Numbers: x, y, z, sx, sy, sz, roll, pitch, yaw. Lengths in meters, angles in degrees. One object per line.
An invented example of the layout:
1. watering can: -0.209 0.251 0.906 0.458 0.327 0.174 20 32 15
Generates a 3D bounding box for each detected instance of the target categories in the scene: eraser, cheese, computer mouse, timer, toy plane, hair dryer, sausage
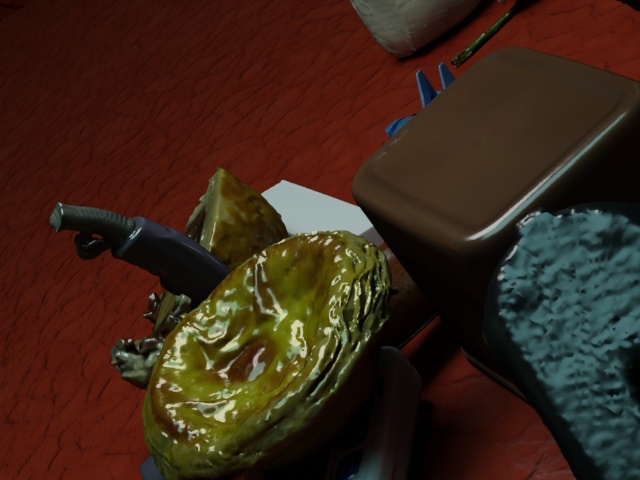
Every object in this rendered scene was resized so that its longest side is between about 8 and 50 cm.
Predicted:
1. eraser: 0.000 -0.001 2.166 0.076 0.078 0.298 -32 20 -16
2. cheese: 0.130 -0.363 2.517 0.189 0.198 0.154 -31 24 -5
3. computer mouse: 0.252 0.110 1.424 0.183 0.116 0.323 -32 62 3
4. timer: 0.009 0.221 1.760 0.178 0.078 0.253 -29 25 26
5. toy plane: 0.118 -0.110 2.213 0.169 0.078 0.246 -14 40 45
6. hair dryer: -0.149 0.082 1.909 0.301 0.361 0.121 -45 26 5
7. sausage: 0.136 0.000 1.908 0.330 0.102 0.102 -39 21 -19

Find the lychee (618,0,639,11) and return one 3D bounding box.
1. lychee: 0.398 -0.380 2.081 0.260 0.260 0.260 -32 24 16

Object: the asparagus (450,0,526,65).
1. asparagus: 0.231 -0.282 2.435 0.166 0.013 0.016 -42 -18 -9

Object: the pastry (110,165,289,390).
1. pastry: -0.104 0.058 2.106 0.237 0.170 0.256 -55 10 34

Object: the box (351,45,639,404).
1. box: 0.211 -0.012 1.688 0.239 0.229 0.339 -41 23 -6

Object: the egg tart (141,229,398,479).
1. egg tart: -0.038 0.122 1.753 0.295 0.116 0.295 -28 35 22

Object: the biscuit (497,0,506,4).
1. biscuit: 0.300 -0.424 2.492 0.179 0.084 0.281 -27 21 20
